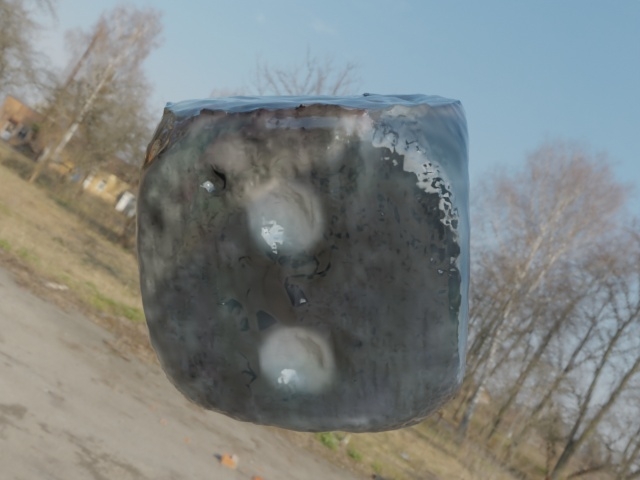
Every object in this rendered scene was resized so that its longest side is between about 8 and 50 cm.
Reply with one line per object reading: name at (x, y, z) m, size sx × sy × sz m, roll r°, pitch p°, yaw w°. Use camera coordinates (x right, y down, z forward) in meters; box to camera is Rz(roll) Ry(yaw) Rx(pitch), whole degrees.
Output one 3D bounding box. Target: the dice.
dice at (0.000, 0.000, 0.439) m, size 0.181 × 0.183 × 0.182 m, roll 1°, pitch 15°, yaw 11°
